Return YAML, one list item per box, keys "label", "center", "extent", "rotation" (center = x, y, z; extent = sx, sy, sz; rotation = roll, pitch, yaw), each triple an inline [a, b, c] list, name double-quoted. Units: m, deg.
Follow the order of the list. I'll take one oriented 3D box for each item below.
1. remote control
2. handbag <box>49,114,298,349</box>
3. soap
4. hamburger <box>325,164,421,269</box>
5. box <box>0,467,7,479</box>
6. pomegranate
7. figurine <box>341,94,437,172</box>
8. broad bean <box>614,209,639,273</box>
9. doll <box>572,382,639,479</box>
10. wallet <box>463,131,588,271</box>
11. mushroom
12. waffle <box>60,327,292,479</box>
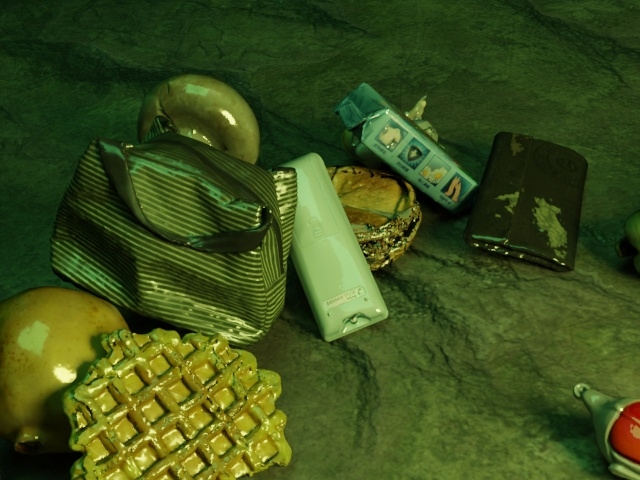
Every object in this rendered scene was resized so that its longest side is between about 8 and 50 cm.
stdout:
- label: "remote control"
  center: [0.000, 0.001, 1.231]
  extent: [0.103, 0.051, 0.293]
  rotation: [-23, 67, 0]
- label: "handbag"
  center: [-0.190, -0.018, 1.158]
  extent: [0.341, 0.240, 0.247]
  rotation: [23, 21, 8]
- label: "soap"
  center: [0.150, -0.152, 1.384]
  extent: [0.077, 0.293, 0.156]
  rotation: [-49, 31, 12]
- label: "hamburger"
  center: [0.055, -0.039, 1.354]
  extent: [0.231, 0.107, 0.231]
  rotation: [-4, 31, 3]
- label: "box"
  center: [-0.546, 0.196, 1.096]
  extent: [0.112, 0.190, 0.370]
  rotation: [-29, 36, -24]
- label: "pomegranate"
  center: [-0.344, 0.162, 1.065]
  extent: [0.233, 0.233, 0.233]
  rotation: [-7, 34, 5]
- label: "figurine"
  center: [0.137, -0.198, 1.556]
  extent: [0.184, 0.128, 0.208]
  rotation: [15, 33, 37]
- label: "broad bean"
  center: [0.535, -0.016, 1.174]
  extent: [0.228, 0.100, 0.169]
  rotation: [-14, 9, 13]
- label: "doll"
  center: [0.365, 0.229, 0.894]
  extent: [0.102, 0.075, 0.227]
  rotation: [-37, 50, -19]
- label: "wallet"
  center: [0.344, -0.074, 1.345]
  extent: [0.170, 0.044, 0.321]
  rotation: [19, 40, 8]
- label: "mushroom"
  center: [-0.241, -0.179, 1.530]
  extent: [0.243, 0.243, 0.243]
  rotation: [-7, 34, 5]
- label: "waffle"
  center: [-0.166, 0.229, 0.968]
  extent: [0.291, 0.051, 0.291]
  rotation: [11, 62, -21]
